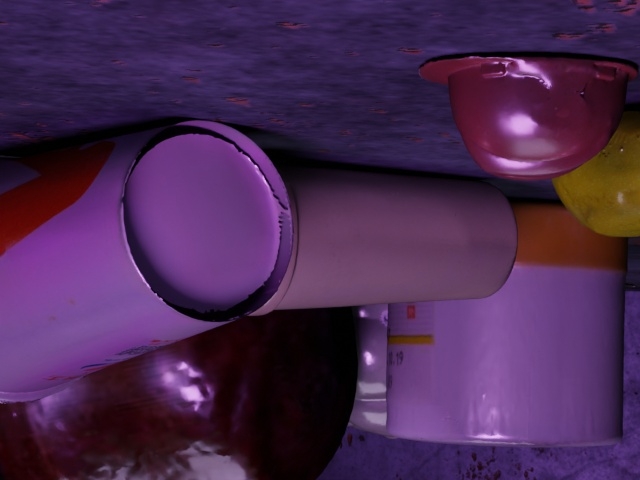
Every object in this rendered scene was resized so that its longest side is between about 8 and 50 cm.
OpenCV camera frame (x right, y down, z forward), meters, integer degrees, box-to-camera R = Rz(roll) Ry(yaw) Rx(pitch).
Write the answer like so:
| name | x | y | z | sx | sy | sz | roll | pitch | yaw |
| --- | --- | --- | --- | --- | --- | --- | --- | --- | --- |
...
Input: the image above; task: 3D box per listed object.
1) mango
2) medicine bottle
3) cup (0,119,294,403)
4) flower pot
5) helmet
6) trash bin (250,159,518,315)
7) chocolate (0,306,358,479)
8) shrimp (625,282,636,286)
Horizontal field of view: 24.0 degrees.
| name | x | y | z | sx | sy | sz | roll | pitch | yaw |
| --- | --- | --- | --- | --- | --- | --- | --- | --- | --- |
| mango | 0.191 | -0.041 | 0.870 | 0.091 | 0.074 | 0.165 | 5 | 175 | -17 |
| medicine bottle | 0.182 | 0.084 | 1.490 | 0.238 | 0.231 | 0.238 | 3 | 176 | 0 |
| cup | -0.156 | 0.007 | 1.076 | 0.203 | 0.203 | 0.288 | 5 | 169 | -37 |
| flower pot | 0.065 | 0.099 | 1.710 | 0.195 | 0.246 | 0.246 | 37 | 174 | -2 |
| helmet | 0.105 | -0.059 | 0.767 | 0.111 | 0.057 | 0.089 | 1 | 178 | 1 |
| trash bin | 0.000 | 0.000 | 1.249 | 0.247 | 0.121 | 0.243 | 0 | 177 | -31 |
| chocolate | -0.125 | 0.126 | 1.527 | 0.331 | 0.383 | 0.384 | -7 | 173 | 18 |
| shrimp | 0.216 | 0.050 | 1.824 | 0.343 | 0.116 | 0.145 | -5 | -163 | 34 |
